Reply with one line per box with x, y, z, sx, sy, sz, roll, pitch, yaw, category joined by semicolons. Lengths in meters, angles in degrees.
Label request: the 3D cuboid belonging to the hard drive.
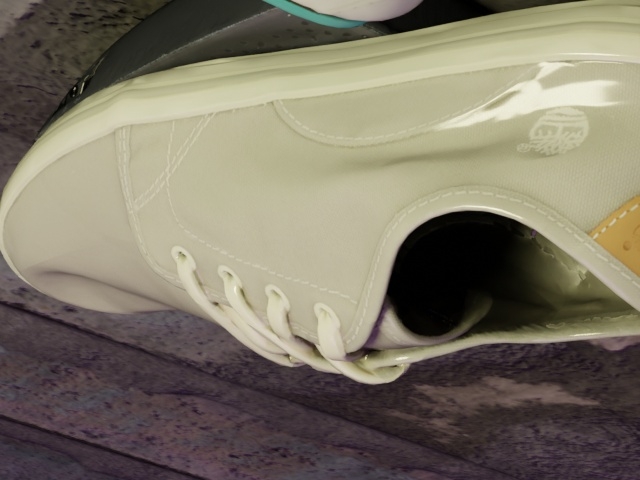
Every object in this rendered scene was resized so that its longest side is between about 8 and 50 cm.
-0.012;-0.069;0.972;0.172;0.054;0.255;24;155;-29;hard drive

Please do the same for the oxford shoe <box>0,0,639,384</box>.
0.000;0.000;0.891;0.449;0.130;0.169;-8;153;43;oxford shoe

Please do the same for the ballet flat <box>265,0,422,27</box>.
-0.107;-0.188;0.646;0.400;0.139;0.139;17;159;-25;ballet flat
